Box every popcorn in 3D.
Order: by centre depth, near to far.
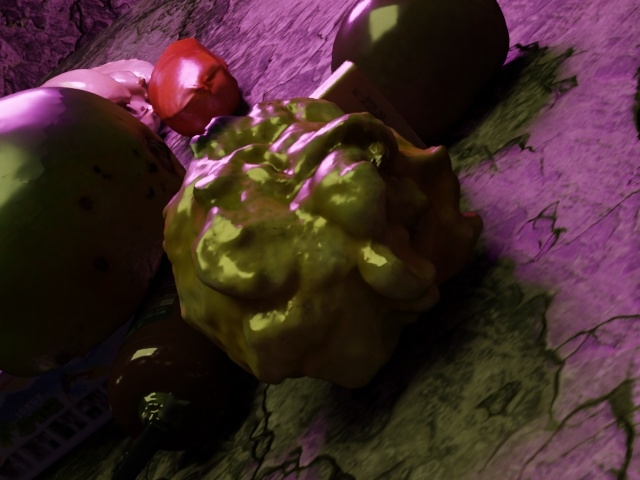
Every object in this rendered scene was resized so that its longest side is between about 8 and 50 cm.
[{"bbox_3d":[0.000,0.000,1.340,0.252,0.215,0.286,-7,30,20],"label":"popcorn"}]

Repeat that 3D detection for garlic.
[{"bbox_3d":[-0.343,-0.191,2.692,0.203,0.185,0.281,-8,9,20],"label":"garlic"}]

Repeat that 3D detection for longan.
[{"bbox_3d":[0.098,-0.185,1.661,0.187,0.167,0.167,-26,12,-16],"label":"longan"}]

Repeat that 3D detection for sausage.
[{"bbox_3d":[-0.189,-0.220,2.465,0.133,0.133,0.258,-43,20,2],"label":"sausage"}]

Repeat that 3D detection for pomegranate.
[{"bbox_3d":[-0.306,-0.012,1.617,0.358,0.216,0.310,-28,27,12],"label":"pomegranate"}]

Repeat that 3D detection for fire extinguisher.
[{"bbox_3d":[-0.128,0.105,1.548,0.135,0.114,0.337,-53,10,26],"label":"fire extinguisher"}]

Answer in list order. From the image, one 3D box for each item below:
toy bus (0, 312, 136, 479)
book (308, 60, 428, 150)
[{"bbox_3d":[-0.288,0.151,1.760,0.329,0.136,0.109,-38,20,17],"label":"toy bus"},{"bbox_3d":[-0.007,-0.028,1.510,0.231,0.161,0.026,-44,29,-5],"label":"book"}]
